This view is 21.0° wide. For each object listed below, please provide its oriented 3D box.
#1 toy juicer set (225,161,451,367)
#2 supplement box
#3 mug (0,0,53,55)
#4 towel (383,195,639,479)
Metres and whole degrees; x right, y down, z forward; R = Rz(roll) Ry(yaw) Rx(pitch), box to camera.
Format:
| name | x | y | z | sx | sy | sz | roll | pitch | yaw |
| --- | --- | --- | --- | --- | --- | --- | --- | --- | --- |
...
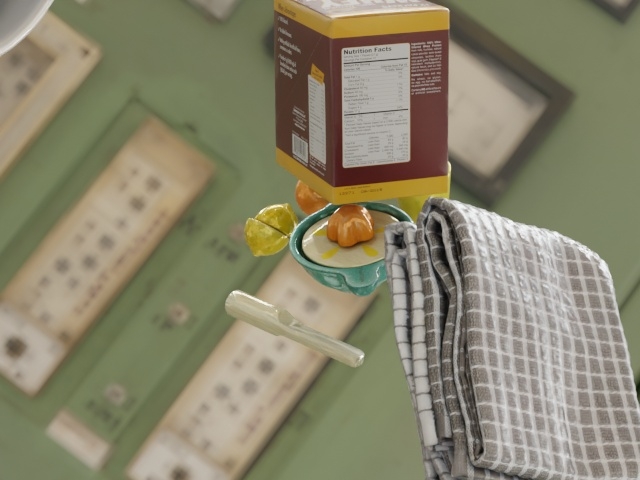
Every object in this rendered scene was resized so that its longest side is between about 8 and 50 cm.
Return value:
| name | x | y | z | sx | sy | sz | roll | pitch | yaw |
| --- | --- | --- | --- | --- | --- | --- | --- | --- | --- |
| toy juicer set | 0.000 | 0.000 | 1.850 | 0.209 | 0.329 | 0.089 | 6 | -53 | 22 |
| supplement box | 0.040 | -0.160 | 1.823 | 0.191 | 0.129 | 0.194 | -141 | -133 | -64 |
| mug | -0.387 | -0.314 | 1.490 | 0.276 | 0.374 | 0.328 | 16 | -6 | -29 |
| towel | 0.186 | 0.115 | 1.612 | 0.235 | 0.283 | 0.121 | 16 | -35 | -42 |
